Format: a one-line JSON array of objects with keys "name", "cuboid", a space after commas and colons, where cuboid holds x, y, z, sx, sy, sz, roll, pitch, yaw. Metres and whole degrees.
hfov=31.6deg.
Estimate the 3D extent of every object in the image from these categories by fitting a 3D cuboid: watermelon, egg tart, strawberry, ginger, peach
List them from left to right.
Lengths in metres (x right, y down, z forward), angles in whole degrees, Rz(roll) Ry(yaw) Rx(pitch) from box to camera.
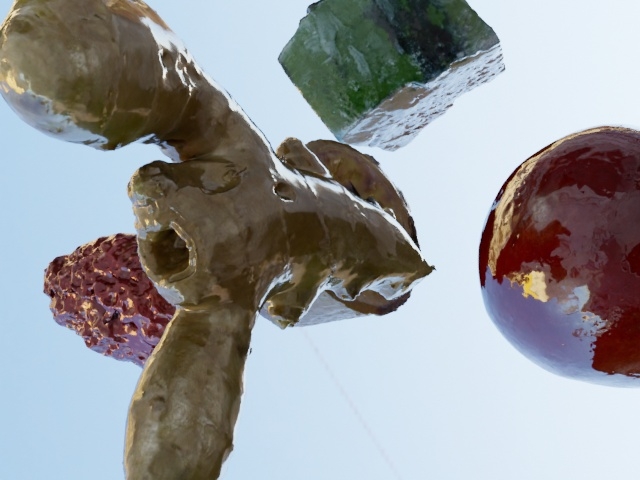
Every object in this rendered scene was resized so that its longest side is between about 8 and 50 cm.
[{"name": "strawberry", "cuboid": [-0.202, 0.063, 1.159, 0.228, 0.174, 0.098, 17, -130, 11]}, {"name": "ginger", "cuboid": [-0.071, -0.033, 0.828, 0.348, 0.122, 0.363, -35, -74, -54]}, {"name": "egg tart", "cuboid": [0.000, 0.000, 1.294, 0.215, 0.171, 0.215, 22, -125, -37]}, {"name": "watermelon", "cuboid": [0.126, -0.240, 1.578, 0.302, 0.264, 0.151, 28, -147, -52]}, {"name": "peach", "cuboid": [0.249, 0.020, 0.964, 0.199, 0.243, 0.243, -32, -79, -29]}]
